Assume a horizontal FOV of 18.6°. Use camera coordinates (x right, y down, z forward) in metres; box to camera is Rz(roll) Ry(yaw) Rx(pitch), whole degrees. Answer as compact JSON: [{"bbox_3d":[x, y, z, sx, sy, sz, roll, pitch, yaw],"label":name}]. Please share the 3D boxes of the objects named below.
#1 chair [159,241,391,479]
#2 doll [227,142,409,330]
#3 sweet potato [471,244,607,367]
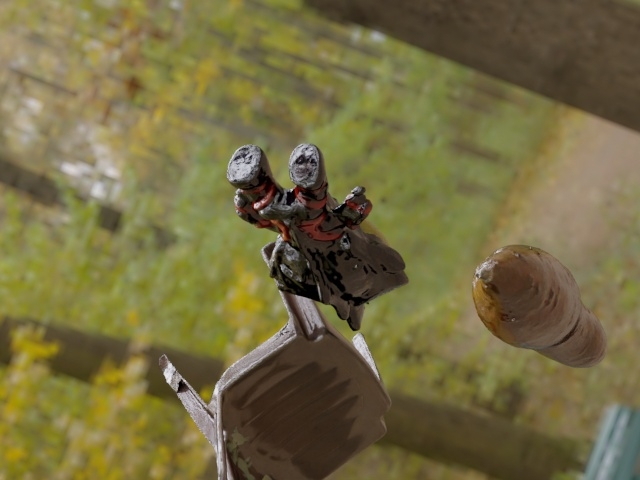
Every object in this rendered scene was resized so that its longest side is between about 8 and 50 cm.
[{"bbox_3d":[-0.026,0.176,1.842,0.183,0.175,0.326,-38,32,4],"label":"chair"},{"bbox_3d":[0.002,-0.002,1.752,0.088,0.127,0.249,-53,-39,-16],"label":"doll"},{"bbox_3d":[0.121,0.036,1.088,0.057,0.057,0.264,-69,-19,-2],"label":"sweet potato"}]
